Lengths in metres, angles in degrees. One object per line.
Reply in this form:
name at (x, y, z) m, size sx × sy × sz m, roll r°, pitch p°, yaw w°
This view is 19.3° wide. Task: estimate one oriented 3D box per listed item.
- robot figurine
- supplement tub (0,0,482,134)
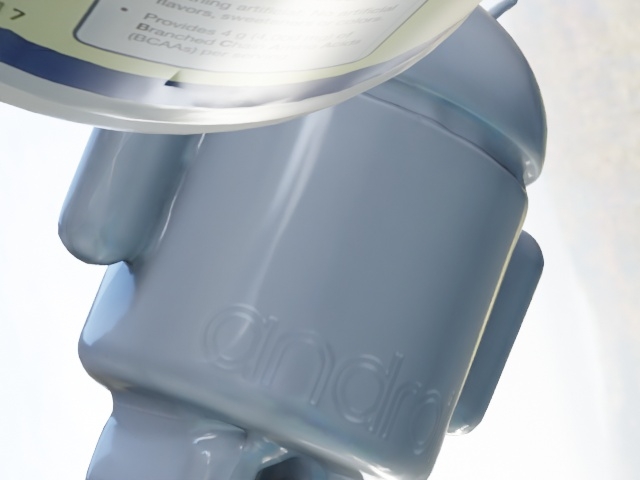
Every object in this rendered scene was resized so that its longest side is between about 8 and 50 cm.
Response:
robot figurine at (0.000, 0.000, 1.005) m, size 0.300 × 0.200 × 0.353 m, roll 29°, pitch -103°, yaw -38°
supplement tub at (0.006, -0.181, 0.356) m, size 0.325 × 0.235 × 0.235 m, roll -38°, pitch 58°, yaw 59°
